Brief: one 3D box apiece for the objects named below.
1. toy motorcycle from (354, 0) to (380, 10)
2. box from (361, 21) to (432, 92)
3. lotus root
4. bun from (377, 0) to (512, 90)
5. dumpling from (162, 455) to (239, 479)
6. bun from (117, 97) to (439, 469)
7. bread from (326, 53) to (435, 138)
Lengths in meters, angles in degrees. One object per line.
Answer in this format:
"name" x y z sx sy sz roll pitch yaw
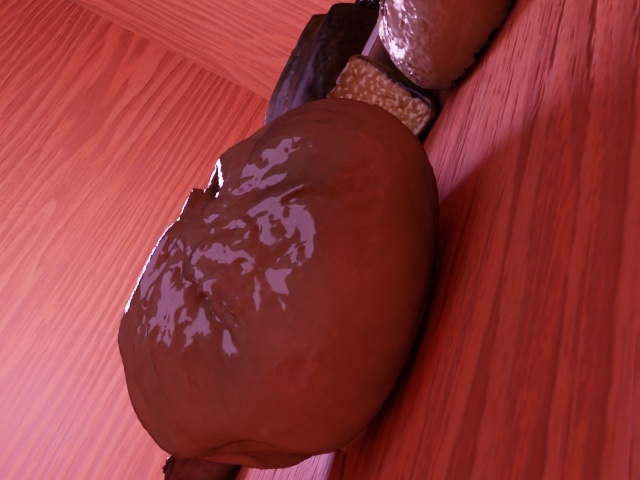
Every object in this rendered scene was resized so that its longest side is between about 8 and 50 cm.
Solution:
"toy motorcycle" 0.111 -0.369 1.488 0.127 0.275 0.205 -31 8 -38
"box" 0.102 -0.222 1.100 0.285 0.142 0.044 -62 39 19
"lotus root" 0.032 -0.229 1.275 0.250 0.250 0.346 144 151 -80
"bun" 0.156 -0.321 0.908 0.259 0.152 0.259 -61 7 13
"dumpling" -0.186 0.390 1.243 0.166 0.086 0.332 -1 -58 -58
"bun" -0.042 0.035 0.641 0.361 0.213 0.361 -55 14 21
"bread" 0.066 -0.120 1.048 0.178 0.141 0.266 48 118 40
